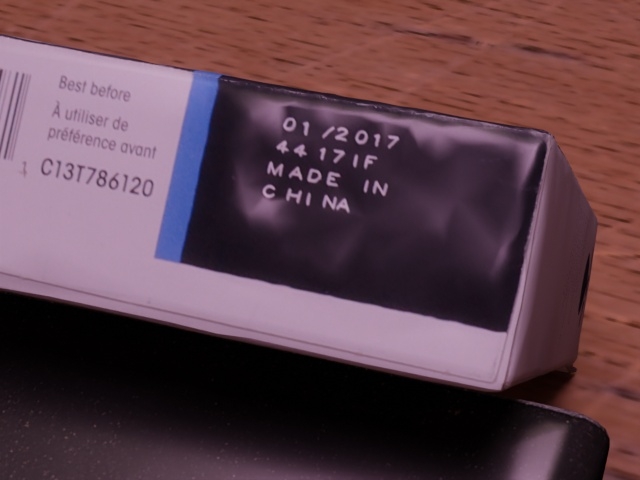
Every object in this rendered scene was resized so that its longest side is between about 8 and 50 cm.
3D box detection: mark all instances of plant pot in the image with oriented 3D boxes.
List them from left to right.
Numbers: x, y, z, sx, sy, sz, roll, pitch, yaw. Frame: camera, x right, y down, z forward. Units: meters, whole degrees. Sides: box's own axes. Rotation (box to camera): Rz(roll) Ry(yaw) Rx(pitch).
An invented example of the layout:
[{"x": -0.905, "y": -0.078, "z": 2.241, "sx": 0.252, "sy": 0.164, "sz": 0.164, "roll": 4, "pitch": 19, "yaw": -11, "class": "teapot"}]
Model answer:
[{"x": -0.032, "y": 0.143, "z": 0.452, "sx": 0.188, "sy": 0.187, "sz": 0.167, "roll": 10, "pitch": 60, "yaw": 11, "class": "plant pot"}]

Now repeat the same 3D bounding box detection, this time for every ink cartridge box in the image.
[{"x": 0.000, "y": 0.000, "z": 0.515, "sx": 0.165, "sy": 0.332, "sz": 0.065, "roll": 10, "pitch": 87, "yaw": 11, "class": "ink cartridge box"}]
